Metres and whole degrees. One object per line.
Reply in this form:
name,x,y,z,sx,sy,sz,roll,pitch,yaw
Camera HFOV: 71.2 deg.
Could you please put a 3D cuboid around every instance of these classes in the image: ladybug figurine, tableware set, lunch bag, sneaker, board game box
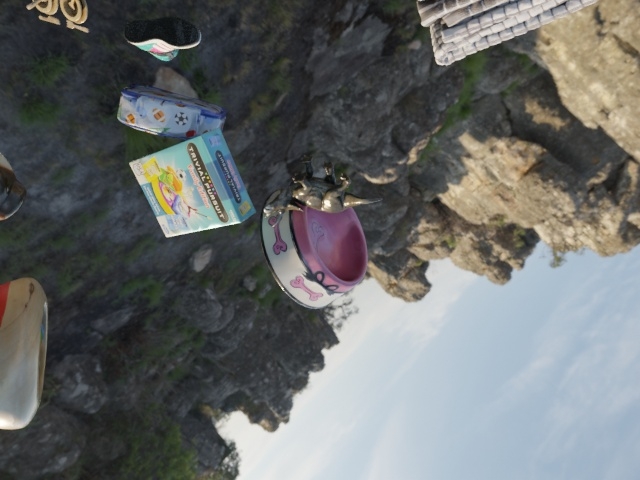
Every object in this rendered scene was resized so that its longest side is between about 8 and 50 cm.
ladybug figurine,-0.740,0.251,1.044,0.162,0.449,0.305,1,106,-28
tableware set,-0.736,-0.666,1.245,0.039,0.194,0.128,-48,155,-55
lunch bag,-0.443,-0.387,1.346,0.243,0.303,0.115,-101,-153,-67
sneaker,-0.572,-0.766,1.716,0.178,0.295,0.124,-31,128,-78
board game box,-0.378,-0.156,1.299,0.336,0.254,0.079,-8,-158,36

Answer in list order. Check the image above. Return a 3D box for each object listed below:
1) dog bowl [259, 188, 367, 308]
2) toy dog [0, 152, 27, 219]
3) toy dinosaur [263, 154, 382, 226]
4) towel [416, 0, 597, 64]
dog bowl,0.000,0.000,1.425,0.150,0.408,0.408,-21,-173,32
toy dog,-0.836,-0.052,0.932,0.408,0.284,0.395,-34,-172,6
toy dinosaur,0.004,-0.131,1.201,0.160,0.313,0.121,92,-2,-54
towel,0.270,-0.409,0.622,0.283,0.121,0.235,-13,-128,31
